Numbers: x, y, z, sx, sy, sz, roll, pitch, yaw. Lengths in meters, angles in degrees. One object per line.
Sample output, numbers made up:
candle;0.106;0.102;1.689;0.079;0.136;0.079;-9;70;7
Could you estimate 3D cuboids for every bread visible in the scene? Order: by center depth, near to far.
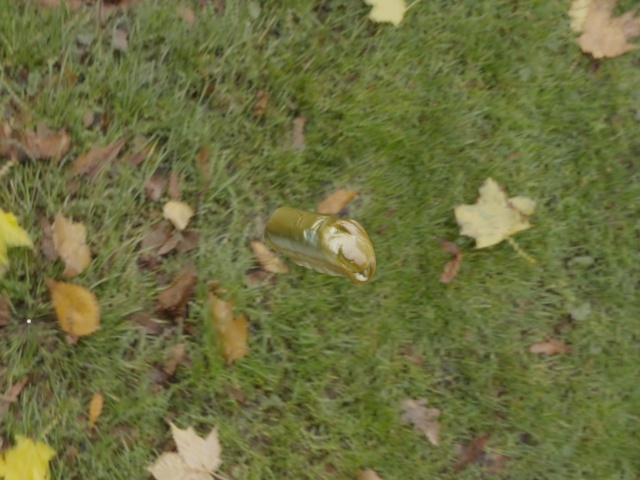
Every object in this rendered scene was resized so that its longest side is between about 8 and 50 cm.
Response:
bread;0.000;0.000;0.721;0.049;0.088;0.034;47;70;-32
